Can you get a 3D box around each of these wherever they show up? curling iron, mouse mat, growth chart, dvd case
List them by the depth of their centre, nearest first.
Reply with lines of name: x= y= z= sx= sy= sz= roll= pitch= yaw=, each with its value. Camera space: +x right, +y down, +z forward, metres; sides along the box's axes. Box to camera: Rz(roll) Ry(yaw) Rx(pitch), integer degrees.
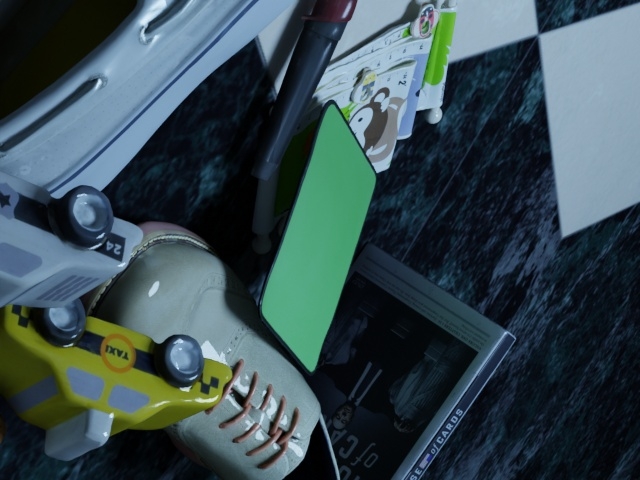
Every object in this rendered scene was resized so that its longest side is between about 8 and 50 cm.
curling iron: x=-0.002 y=-0.170 z=1.372 sx=0.068 sy=0.035 sz=0.274 roll=-6 pitch=124 yaw=-52
mouse mat: x=0.000 y=0.000 z=1.475 sx=0.152 sy=0.007 sz=0.190 roll=55 pitch=50 yaw=-60
growth chart: x=0.029 y=-0.097 z=1.519 sx=0.237 sy=0.021 sz=0.172 roll=-37 pitch=147 yaw=-30
dvd case: x=0.038 y=0.139 z=1.622 sx=0.239 sy=0.179 sz=0.029 roll=-55 pitch=141 yaw=-2

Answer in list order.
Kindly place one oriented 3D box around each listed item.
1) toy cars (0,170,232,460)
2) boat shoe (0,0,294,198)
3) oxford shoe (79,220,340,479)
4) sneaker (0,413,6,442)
toy cars: x=-0.181 y=0.054 z=1.163 sx=0.394 sy=0.176 sz=0.087 roll=64 pitch=27 yaw=-59
boat shoe: x=-0.112 y=-0.182 z=1.095 sx=0.367 sy=0.136 sz=0.156 roll=-46 pitch=150 yaw=3
oxford shoe: x=-0.069 y=0.108 z=1.445 sx=0.140 sy=0.146 sz=0.397 roll=-51 pitch=153 yaw=-7
sneaker: x=-0.302 y=0.224 z=1.242 sx=0.290 sy=0.106 sz=0.123 roll=-53 pitch=163 yaw=6
